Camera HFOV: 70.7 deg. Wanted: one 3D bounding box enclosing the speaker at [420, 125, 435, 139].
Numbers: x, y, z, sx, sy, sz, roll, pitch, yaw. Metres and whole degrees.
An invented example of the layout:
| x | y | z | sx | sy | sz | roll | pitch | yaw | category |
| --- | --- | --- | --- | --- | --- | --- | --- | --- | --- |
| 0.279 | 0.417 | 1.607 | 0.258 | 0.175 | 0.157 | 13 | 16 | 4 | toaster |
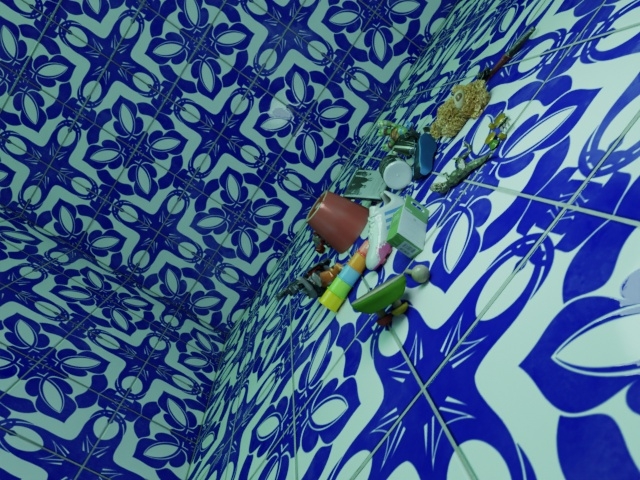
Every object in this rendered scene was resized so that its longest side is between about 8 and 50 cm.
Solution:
| x | y | z | sx | sy | sz | roll | pitch | yaw | category |
| --- | --- | --- | --- | --- | --- | --- | --- | --- | --- |
| 0.489 | -0.479 | 2.058 | 0.055 | 0.055 | 0.136 | -51 | 12 | 27 | speaker |

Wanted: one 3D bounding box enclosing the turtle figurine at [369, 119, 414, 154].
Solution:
| x | y | z | sx | sy | sz | roll | pitch | yaw | category |
| --- | --- | --- | --- | --- | --- | --- | --- | --- | --- |
| 0.356 | -0.552 | 2.467 | 0.274 | 0.198 | 0.266 | -53 | 7 | 1 | turtle figurine |

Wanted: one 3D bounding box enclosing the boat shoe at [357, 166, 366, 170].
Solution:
| x | y | z | sx | sy | sz | roll | pitch | yaw | category |
| --- | --- | --- | --- | --- | --- | --- | --- | --- | --- |
| 0.252 | -0.383 | 2.719 | 0.065 | 0.083 | 0.183 | -51 | 13 | 28 | boat shoe |

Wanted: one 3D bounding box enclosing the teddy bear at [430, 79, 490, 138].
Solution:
| x | y | z | sx | sy | sz | roll | pitch | yaw | category |
| --- | --- | --- | --- | --- | --- | --- | --- | --- | --- |
| 0.542 | -0.533 | 1.838 | 0.245 | 0.113 | 0.338 | -58 | 11 | 7 | teddy bear |

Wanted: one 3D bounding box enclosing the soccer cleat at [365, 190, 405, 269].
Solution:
| x | y | z | sx | sy | sz | roll | pitch | yaw | category |
| --- | --- | --- | --- | --- | --- | --- | --- | --- | --- |
| 0.223 | -0.045 | 1.737 | 0.331 | 0.143 | 0.116 | -62 | 12 | -24 | soccer cleat |

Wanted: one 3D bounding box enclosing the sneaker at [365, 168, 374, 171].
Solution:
| x | y | z | sx | sy | sz | roll | pitch | yaw | category |
| --- | --- | --- | --- | --- | --- | --- | --- | --- | --- |
| 0.263 | -0.321 | 2.450 | 0.153 | 0.101 | 0.268 | -60 | 10 | -11 | sneaker |

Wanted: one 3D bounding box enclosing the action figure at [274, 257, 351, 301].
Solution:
| x | y | z | sx | sy | sz | roll | pitch | yaw | category |
| --- | --- | --- | --- | --- | --- | --- | --- | --- | --- |
| -0.021 | 0.208 | 2.018 | 0.341 | 0.178 | 0.330 | -35 | -4 | -25 | action figure |

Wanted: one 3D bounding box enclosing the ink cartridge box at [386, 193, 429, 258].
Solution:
| x | y | z | sx | sy | sz | roll | pitch | yaw | category |
| --- | --- | --- | --- | --- | --- | --- | --- | --- | --- |
| 0.298 | -0.050 | 1.522 | 0.062 | 0.109 | 0.209 | -45 | 16 | 44 | ink cartridge box |

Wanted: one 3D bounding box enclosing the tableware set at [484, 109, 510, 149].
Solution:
| x | y | z | sx | sy | sz | roll | pitch | yaw | category |
| --- | --- | --- | --- | --- | --- | --- | --- | --- | --- |
| 0.568 | -0.352 | 1.450 | 0.104 | 0.024 | 0.154 | -53 | 12 | 33 | tableware set |

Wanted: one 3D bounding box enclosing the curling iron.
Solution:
| x | y | z | sx | sy | sz | roll | pitch | yaw | category |
| --- | --- | --- | --- | --- | --- | --- | --- | --- | --- |
| 0.720 | -0.713 | 1.756 | 0.068 | 0.035 | 0.274 | -16 | -17 | -43 | curling iron |

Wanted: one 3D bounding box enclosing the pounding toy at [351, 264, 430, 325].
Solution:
| x | y | z | sx | sy | sz | roll | pitch | yaw | category |
| --- | --- | --- | --- | --- | --- | --- | --- | --- | --- |
| 0.217 | 0.175 | 1.333 | 0.237 | 0.110 | 0.183 | -29 | -6 | -11 | pounding toy |

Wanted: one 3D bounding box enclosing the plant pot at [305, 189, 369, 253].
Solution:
| x | y | z | sx | sy | sz | roll | pitch | yaw | category |
| --- | --- | --- | --- | --- | --- | --- | --- | --- | --- |
| 0.077 | -0.111 | 2.294 | 0.275 | 0.243 | 0.275 | -54 | 11 | 15 | plant pot |

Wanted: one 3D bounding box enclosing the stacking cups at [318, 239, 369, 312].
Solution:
| x | y | z | sx | sy | sz | roll | pitch | yaw | category |
| --- | --- | --- | --- | --- | --- | --- | --- | --- | --- |
| 0.117 | 0.138 | 1.816 | 0.316 | 0.096 | 0.096 | -55 | 11 | 3 | stacking cups |

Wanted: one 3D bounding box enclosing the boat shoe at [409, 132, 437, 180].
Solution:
| x | y | z | sx | sy | sz | roll | pitch | yaw | category |
| --- | --- | --- | --- | --- | --- | --- | --- | --- | --- |
| 0.417 | -0.355 | 1.889 | 0.089 | 0.109 | 0.258 | -49 | 11 | 48 | boat shoe |

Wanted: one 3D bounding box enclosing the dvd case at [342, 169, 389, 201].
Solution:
| x | y | z | sx | sy | sz | roll | pitch | yaw | category |
| --- | --- | --- | --- | --- | --- | --- | --- | --- | --- |
| 0.245 | -0.279 | 2.284 | 0.239 | 0.029 | 0.179 | 10 | 63 | 41 | dvd case |

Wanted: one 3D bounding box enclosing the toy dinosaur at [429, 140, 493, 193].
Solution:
| x | y | z | sx | sy | sz | roll | pitch | yaw | category |
| --- | --- | --- | --- | --- | --- | --- | --- | --- | --- |
| 0.469 | -0.250 | 1.486 | 0.268 | 0.064 | 0.118 | -42 | 33 | 52 | toy dinosaur |

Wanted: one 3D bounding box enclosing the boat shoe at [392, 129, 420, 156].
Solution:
| x | y | z | sx | sy | sz | roll | pitch | yaw | category |
| --- | --- | --- | --- | --- | --- | --- | --- | --- | --- |
| 0.418 | -0.459 | 2.114 | 0.340 | 0.127 | 0.113 | -68 | -1 | -81 | boat shoe |

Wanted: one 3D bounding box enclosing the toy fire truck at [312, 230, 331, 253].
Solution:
| x | y | z | sx | sy | sz | roll | pitch | yaw | category |
| --- | --- | --- | --- | --- | --- | --- | --- | --- | --- |
| 0.000 | 0.000 | 2.583 | 0.135 | 0.192 | 0.047 | -5 | 48 | 40 | toy fire truck |

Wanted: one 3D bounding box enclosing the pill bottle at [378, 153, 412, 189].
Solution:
| x | y | z | sx | sy | sz | roll | pitch | yaw | category |
| --- | --- | --- | --- | --- | --- | --- | --- | --- | --- |
| 0.337 | -0.323 | 2.068 | 0.130 | 0.130 | 0.245 | -53 | 12 | 17 | pill bottle |
